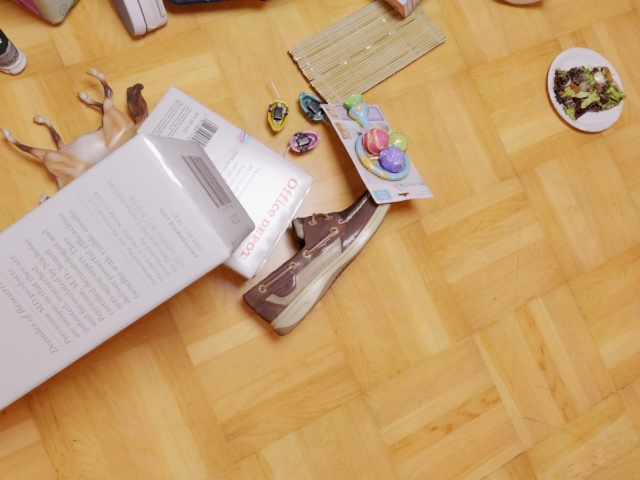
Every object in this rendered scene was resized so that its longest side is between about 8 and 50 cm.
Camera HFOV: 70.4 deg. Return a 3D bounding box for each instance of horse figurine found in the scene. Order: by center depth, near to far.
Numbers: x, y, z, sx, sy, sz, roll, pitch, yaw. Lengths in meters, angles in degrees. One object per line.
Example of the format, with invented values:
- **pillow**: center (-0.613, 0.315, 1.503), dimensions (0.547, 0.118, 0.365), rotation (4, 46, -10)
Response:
- **horse figurine**: center (-0.389, -0.171, 0.759), dimensions (0.263, 0.066, 0.174), rotation (-40, 86, -12)

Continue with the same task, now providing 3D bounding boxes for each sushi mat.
- **sushi mat**: center (0.100, -0.395, 0.920), dimensions (0.316, 0.019, 0.151), rotation (-36, 90, -15)

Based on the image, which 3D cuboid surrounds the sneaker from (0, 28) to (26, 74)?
- **sneaker**: center (-0.568, -0.348, 0.737), dimensions (0.170, 0.075, 0.063), rotation (38, 76, -5)

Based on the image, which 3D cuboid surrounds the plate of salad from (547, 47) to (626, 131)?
- **plate of salad**: center (0.600, -0.341, 1.009), dimensions (0.200, 0.048, 0.200), rotation (2, 83, -12)

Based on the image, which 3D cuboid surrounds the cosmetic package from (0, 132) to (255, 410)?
- **cosmetic package**: center (-0.322, 0.058, 0.585), dimensions (0.453, 0.230, 0.161), rotation (-33, 99, 5)

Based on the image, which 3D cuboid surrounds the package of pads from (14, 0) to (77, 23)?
- **package of pads**: center (-0.537, -0.489, 0.685), dimensions (0.296, 0.229, 0.101), rotation (30, 80, -8)

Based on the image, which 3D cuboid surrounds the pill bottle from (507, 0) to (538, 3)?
- **pill bottle**: center (0.446, -0.671, 0.961), dimensions (0.161, 0.161, 0.283), rotation (4, 82, -12)

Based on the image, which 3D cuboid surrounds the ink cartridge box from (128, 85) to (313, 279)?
- **ink cartridge box**: center (-0.182, -0.086, 0.766), dimensions (0.278, 0.117, 0.201), rotation (32, 77, -6)

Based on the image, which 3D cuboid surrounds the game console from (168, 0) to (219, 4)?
- **game console**: center (-0.165, -0.591, 0.783), dimensions (0.173, 0.250, 0.293), rotation (-9, 83, -42)

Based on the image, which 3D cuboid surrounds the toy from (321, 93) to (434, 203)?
- **toy**: center (0.110, -0.179, 0.819), dimensions (0.137, 0.056, 0.237), rotation (-10, 58, -31)

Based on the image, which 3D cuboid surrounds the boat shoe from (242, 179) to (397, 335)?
- **boat shoe**: center (0.000, 0.000, 0.797), dimensions (0.123, 0.123, 0.342), rotation (41, 80, -3)

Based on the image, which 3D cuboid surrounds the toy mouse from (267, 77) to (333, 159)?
- **toy mouse**: center (-0.030, -0.220, 0.861), dimensions (0.143, 0.031, 0.161), rotation (2, 82, -12)

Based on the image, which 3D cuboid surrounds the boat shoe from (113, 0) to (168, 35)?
- **boat shoe**: center (-0.318, -0.476, 0.741), dimensions (0.084, 0.258, 0.095), rotation (-32, 59, -24)

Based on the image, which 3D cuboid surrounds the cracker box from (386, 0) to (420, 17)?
- **cracker box**: center (0.190, -0.585, 0.882), dimensions (0.232, 0.067, 0.156), rotation (-45, 83, 12)
